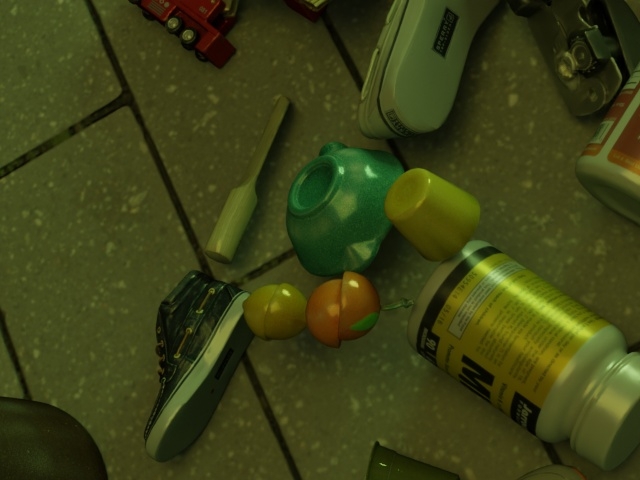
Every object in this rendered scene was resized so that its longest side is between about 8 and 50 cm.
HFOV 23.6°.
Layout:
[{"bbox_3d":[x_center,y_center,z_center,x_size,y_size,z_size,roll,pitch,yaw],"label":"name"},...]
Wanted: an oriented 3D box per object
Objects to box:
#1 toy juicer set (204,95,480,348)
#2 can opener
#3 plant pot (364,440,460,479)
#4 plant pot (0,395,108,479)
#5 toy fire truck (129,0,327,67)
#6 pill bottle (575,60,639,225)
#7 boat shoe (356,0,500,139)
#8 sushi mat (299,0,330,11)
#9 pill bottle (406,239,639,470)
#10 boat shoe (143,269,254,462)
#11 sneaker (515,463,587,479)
[{"bbox_3d":[0.000,0.000,1.422,0.209,0.089,0.329,-55,34,-1],"label":"toy juicer set"},{"bbox_3d":[0.221,-0.248,1.436,0.076,0.095,0.283,-41,67,53],"label":"can opener"},{"bbox_3d":[0.080,0.224,1.347,0.079,0.083,0.083,8,75,10],"label":"plant pot"},{"bbox_3d":[-0.342,0.228,1.408,0.215,0.230,0.215,-7,70,18],"label":"plant pot"},{"bbox_3d":[-0.102,-0.255,1.586,0.192,0.047,0.135,39,88,27],"label":"toy fire truck"},{"bbox_3d":[0.327,-0.118,1.343,0.121,0.121,0.216,31,85,26],"label":"pill bottle"},{"bbox_3d":[0.107,-0.210,1.475,0.088,0.096,0.268,-11,54,53],"label":"boat shoe"},{"bbox_3d":[0.064,-0.349,1.520,0.316,0.019,0.151,-38,58,-14],"label":"sushi mat"},{"bbox_3d":[0.188,0.099,1.320,0.208,0.119,0.119,34,86,27],"label":"pill bottle"},{"bbox_3d":[-0.133,0.118,1.465,0.083,0.065,0.183,25,75,26],"label":"boat shoe"},{"bbox_3d":[0.122,0.284,1.281,0.262,0.121,0.099,-43,64,2],"label":"sneaker"}]
